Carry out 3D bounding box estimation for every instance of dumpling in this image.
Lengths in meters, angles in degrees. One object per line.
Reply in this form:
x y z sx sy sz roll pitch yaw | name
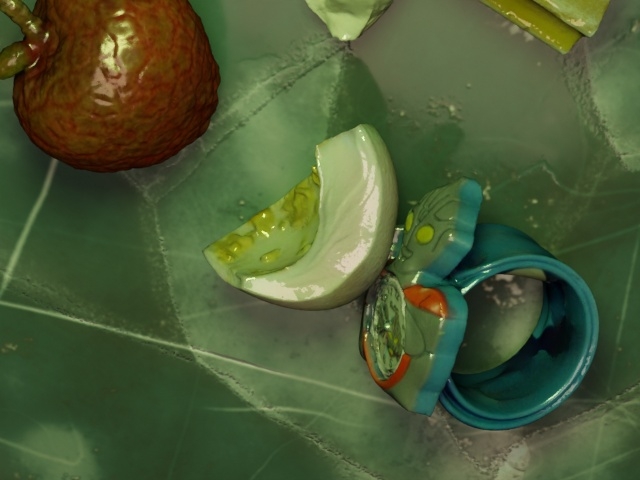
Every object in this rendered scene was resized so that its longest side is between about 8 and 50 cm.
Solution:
0.042 -0.332 1.744 0.127 0.108 0.188 27 100 10 | dumpling

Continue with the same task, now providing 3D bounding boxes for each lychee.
-0.251 -0.207 1.716 0.300 0.255 0.255 12 118 -47 | lychee

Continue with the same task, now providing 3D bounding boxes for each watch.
0.209 0.071 1.859 0.274 0.241 0.305 8 109 -21 | watch

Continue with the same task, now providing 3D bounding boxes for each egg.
0.012 -0.006 1.796 0.271 0.206 0.162 -37 82 27 | egg

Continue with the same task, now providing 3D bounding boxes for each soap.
0.215 -0.356 1.699 0.274 0.089 0.173 30 67 -12 | soap
